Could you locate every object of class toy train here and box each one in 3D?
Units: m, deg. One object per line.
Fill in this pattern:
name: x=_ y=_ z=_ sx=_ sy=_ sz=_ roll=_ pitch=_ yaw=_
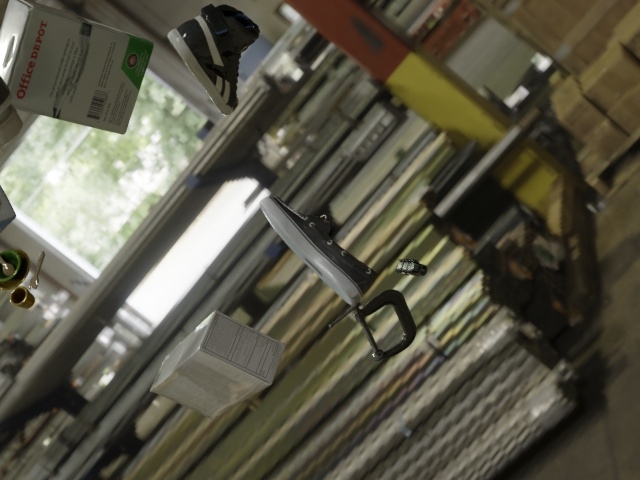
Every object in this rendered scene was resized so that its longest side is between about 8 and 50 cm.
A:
toy train: x=0.162 y=0.049 z=1.799 sx=0.158 sy=0.036 sz=0.027 roll=176 pitch=112 yaw=-84

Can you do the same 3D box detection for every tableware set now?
tableware set: x=-0.380 y=0.054 z=1.120 sx=0.024 sy=0.154 sz=0.104 roll=50 pitch=-136 yaw=-60

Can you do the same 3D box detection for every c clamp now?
c clamp: x=0.097 y=0.151 z=1.757 sx=0.137 sy=0.161 sz=0.022 roll=-39 pitch=37 yaw=-9

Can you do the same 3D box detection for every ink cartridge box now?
ink cartridge box: x=-0.374 y=-0.259 z=1.517 sx=0.087 sy=0.208 sz=0.153 roll=32 pitch=105 yaw=45

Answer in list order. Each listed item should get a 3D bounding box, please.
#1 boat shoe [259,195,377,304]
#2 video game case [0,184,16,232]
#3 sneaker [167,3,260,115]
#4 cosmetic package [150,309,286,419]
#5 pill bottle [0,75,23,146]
boat shoe: x=0.000 y=0.000 z=1.623 sx=0.076 sy=0.228 sz=0.080 roll=-42 pitch=-18 yaw=-11
video game case: x=-0.534 y=-0.082 z=1.368 sx=0.061 sy=0.244 sz=0.269 roll=-27 pitch=-3 yaw=-42
sneaker: x=-0.135 y=-0.275 z=1.544 sx=0.121 sy=0.079 sz=0.217 roll=-33 pitch=-24 yaw=2
cosmetic package: x=-0.134 y=0.161 z=1.286 sx=0.239 sy=0.099 sz=0.060 roll=-40 pitch=24 yaw=60
pill bottle: x=-0.379 y=-0.165 z=1.083 sx=0.078 sy=0.137 sz=0.078 roll=-15 pitch=36 yaw=12
